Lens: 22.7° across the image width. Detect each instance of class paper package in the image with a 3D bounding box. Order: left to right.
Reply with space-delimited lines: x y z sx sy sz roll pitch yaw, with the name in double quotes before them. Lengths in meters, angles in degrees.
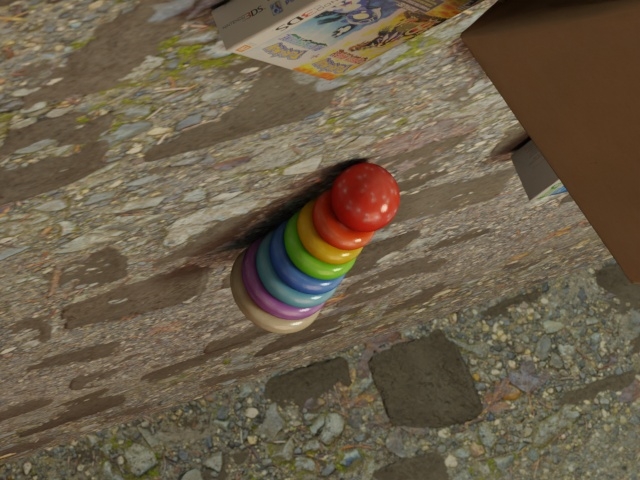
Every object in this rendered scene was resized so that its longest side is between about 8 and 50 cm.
"paper package" 0.338 -0.123 1.409 0.168 0.325 0.309 -48 -157 -25

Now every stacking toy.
"stacking toy" 0.000 0.000 2.134 0.141 0.141 0.330 -12 160 -32

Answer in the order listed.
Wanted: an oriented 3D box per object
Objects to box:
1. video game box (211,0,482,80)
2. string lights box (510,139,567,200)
"video game box" 0.032 -0.213 1.432 0.187 0.048 0.205 -23 167 25
"string lights box" 0.418 -0.138 2.284 0.259 0.077 0.133 -13 164 -30
